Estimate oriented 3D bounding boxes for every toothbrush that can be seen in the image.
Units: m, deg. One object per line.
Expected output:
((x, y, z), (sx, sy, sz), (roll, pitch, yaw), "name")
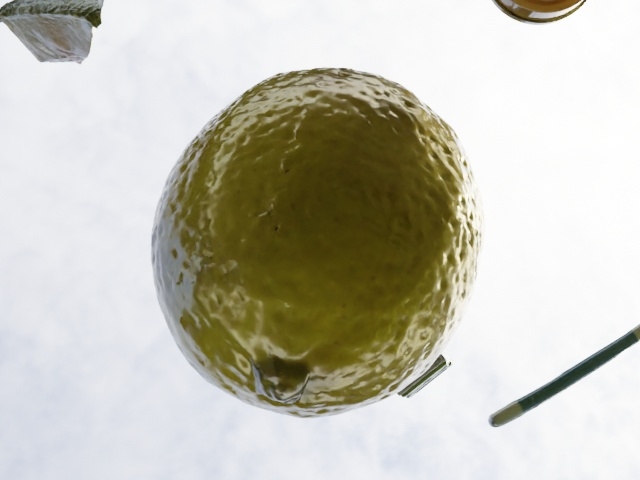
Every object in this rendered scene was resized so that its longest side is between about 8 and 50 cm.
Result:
((0.269, 0.101, 0.908), (0.275, 0.019, 0.025), (-29, -98, -13), "toothbrush")

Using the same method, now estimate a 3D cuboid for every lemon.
((-0.001, 0.000, 0.747), (0.267, 0.267, 0.267), (8, -111, -23), "lemon")

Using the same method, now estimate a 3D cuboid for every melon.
((-0.323, -0.261, 1.212), (0.139, 0.202, 0.093), (1, -79, -18), "melon")

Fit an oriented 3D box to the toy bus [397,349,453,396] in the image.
((0.074, 0.097, 1.529), (0.113, 0.139, 0.302), (-40, -101, 7), "toy bus")

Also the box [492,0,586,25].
((0.200, -0.250, 0.909), (0.105, 0.037, 0.106), (0, -97, 0), "box")
